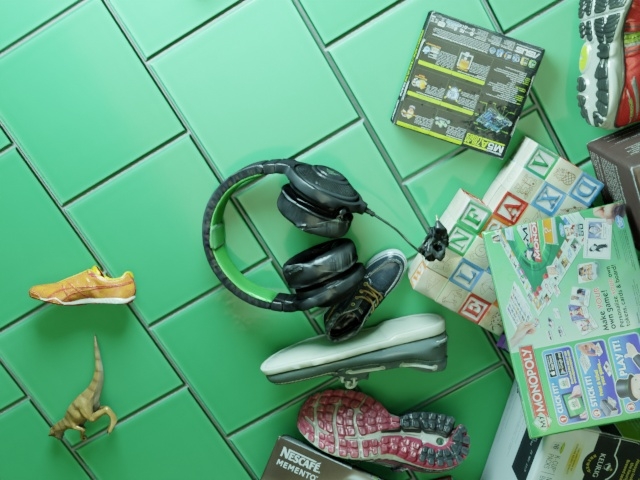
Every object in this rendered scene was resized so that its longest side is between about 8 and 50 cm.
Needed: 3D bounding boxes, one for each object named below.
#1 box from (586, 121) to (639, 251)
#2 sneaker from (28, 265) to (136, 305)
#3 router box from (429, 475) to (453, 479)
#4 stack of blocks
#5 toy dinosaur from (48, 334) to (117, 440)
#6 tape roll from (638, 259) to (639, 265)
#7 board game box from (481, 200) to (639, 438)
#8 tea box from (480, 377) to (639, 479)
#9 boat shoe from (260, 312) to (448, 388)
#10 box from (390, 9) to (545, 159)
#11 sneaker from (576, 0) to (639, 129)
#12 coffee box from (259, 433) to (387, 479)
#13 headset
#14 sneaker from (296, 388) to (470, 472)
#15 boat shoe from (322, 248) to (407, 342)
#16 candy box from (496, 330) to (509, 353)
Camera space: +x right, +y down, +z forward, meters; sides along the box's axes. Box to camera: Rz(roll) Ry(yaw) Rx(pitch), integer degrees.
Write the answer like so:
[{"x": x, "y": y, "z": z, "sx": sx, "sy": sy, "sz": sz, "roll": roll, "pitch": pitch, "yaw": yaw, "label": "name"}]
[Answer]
[{"x": 0.537, "y": -0.087, "z": 1.275, "sx": 0.167, "sy": 0.203, "sz": 0.168, "roll": -21, "pitch": 107, "yaw": 5, "label": "box"}, {"x": -0.395, "y": 0.076, "z": 1.389, "sx": 0.175, "sy": 0.064, "sz": 0.067, "roll": -3, "pitch": 87, "yaw": -6, "label": "sneaker"}, {"x": 0.142, "y": 0.631, "z": 1.551, "sx": 0.301, "sy": 0.082, "sz": 0.335, "roll": -16, "pitch": 107, "yaw": 3, "label": "router box"}, {"x": 0.292, "y": -0.017, "z": 1.351, "sx": 0.171, "sy": 0.087, "sz": 0.297, "roll": 29, "pitch": 104, "yaw": -9, "label": "stack of blocks"}, {"x": -0.400, "y": 0.283, "z": 1.443, "sx": 0.112, "sy": 0.064, "sz": 0.211, "roll": 33, "pitch": 103, "yaw": -9, "label": "toy dinosaur"}, {"x": 0.652, "y": 0.145, "z": 1.375, "sx": 0.321, "sy": 0.077, "sz": 0.321, "roll": 0, "pitch": 92, "yaw": -1, "label": "tape roll"}, {"x": 0.382, "y": 0.118, "z": 1.251, "sx": 0.214, "sy": 0.046, "sz": 0.317, "roll": -13, "pitch": 84, "yaw": 10, "label": "board game box"}, {"x": 0.463, "y": 0.432, "z": 1.425, "sx": 0.324, "sy": 0.220, "sz": 0.329, "roll": 15, "pitch": 106, "yaw": -5, "label": "tea box"}, {"x": 0.062, "y": 0.207, "z": 1.403, "sx": 0.319, "sy": 0.116, "sz": 0.099, "roll": -14, "pitch": 103, "yaw": -2, "label": "boat shoe"}, {"x": 0.228, "y": -0.241, "z": 1.304, "sx": 0.191, "sy": 0.045, "sz": 0.184, "roll": 16, "pitch": 109, "yaw": -7, "label": "box"}, {"x": 0.466, "y": -0.310, "z": 1.275, "sx": 0.118, "sy": 0.107, "sz": 0.279, "roll": -5, "pitch": 110, "yaw": -20, "label": "sneaker"}, {"x": 0.019, "y": 0.446, "z": 1.430, "sx": 0.247, "sy": 0.098, "sz": 0.141, "roll": 23, "pitch": 83, "yaw": 9, "label": "coffee box"}, {"x": 0.000, "y": 0.000, "z": 1.297, "sx": 0.394, "sy": 0.185, "sz": 0.243, "roll": 0, "pitch": 105, "yaw": 12, "label": "headset"}, {"x": 0.103, "y": 0.349, "z": 1.453, "sx": 0.299, "sy": 0.120, "sz": 0.112, "roll": 15, "pitch": 149, "yaw": 5, "label": "sneaker"}, {"x": 0.077, "y": 0.096, "z": 1.384, "sx": 0.065, "sy": 0.083, "sz": 0.183, "roll": 41, "pitch": 102, "yaw": -12, "label": "boat shoe"}, {"x": 0.413, "y": 0.154, "z": 1.356, "sx": 0.070, "sy": 0.196, "sz": 0.164, "roll": 6, "pitch": 113, "yaw": -50, "label": "candy box"}]
